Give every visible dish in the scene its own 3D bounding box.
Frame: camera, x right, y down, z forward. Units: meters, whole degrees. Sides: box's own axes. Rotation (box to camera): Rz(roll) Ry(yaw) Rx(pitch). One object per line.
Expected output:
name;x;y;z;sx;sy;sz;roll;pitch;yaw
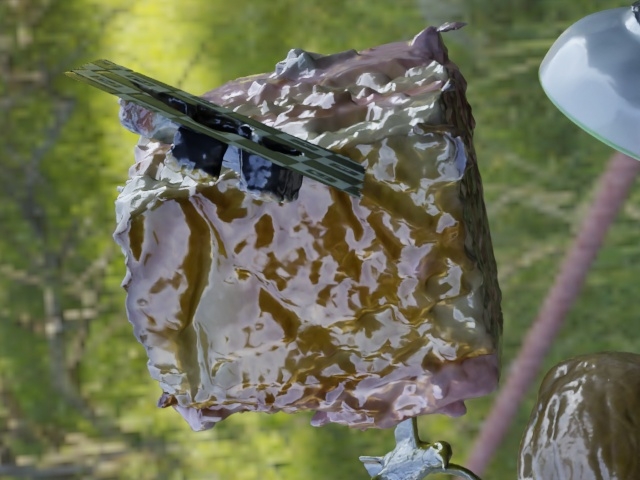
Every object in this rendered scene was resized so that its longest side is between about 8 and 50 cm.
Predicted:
dish;0.417;-0.189;2.226;0.324;0.324;0.124;-111;34;-56

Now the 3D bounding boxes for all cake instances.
cake;0.000;0.000;1.744;0.307;0.314;0.293;-83;-17;-68

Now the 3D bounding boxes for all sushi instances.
sushi;-0.073;-0.063;1.363;0.193;0.210;0.040;-72;5;-81

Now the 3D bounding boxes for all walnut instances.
walnut;0.218;0.161;1.462;0.166;0.149;0.166;-6;-90;-76

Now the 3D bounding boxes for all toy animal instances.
toy animal;0.092;0.226;1.931;0.219;0.095;0.155;49;-174;-8
